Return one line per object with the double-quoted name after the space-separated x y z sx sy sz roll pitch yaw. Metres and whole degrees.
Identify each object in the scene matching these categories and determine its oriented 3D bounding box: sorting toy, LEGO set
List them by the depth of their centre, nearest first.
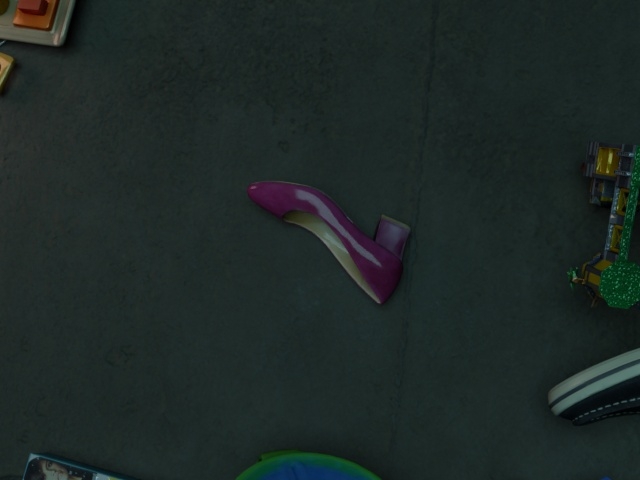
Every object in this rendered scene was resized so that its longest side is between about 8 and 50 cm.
0.475 -0.018 1.442 0.331 0.192 0.255 -2 97 -7 "LEGO set"
-0.456 -0.392 1.663 0.196 0.047 0.347 9 80 19 "sorting toy"

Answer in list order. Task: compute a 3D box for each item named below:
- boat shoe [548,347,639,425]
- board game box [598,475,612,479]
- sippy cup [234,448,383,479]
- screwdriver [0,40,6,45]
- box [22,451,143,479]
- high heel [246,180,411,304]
0.538 0.189 1.356 0.500 0.187 0.156 -8 76 8 "boat shoe"
0.308 0.417 1.369 0.210 0.047 0.160 -28 108 -8 "board game box"
-0.020 0.422 1.355 0.240 0.305 0.224 16 123 8 "sippy cup"
-0.434 -0.346 1.681 0.170 0.024 0.025 -41 48 0 "screwdriver"
-0.292 0.371 1.502 0.244 0.060 0.100 13 81 10 "box"
0.000 0.000 1.527 0.244 0.082 0.117 21 72 -2 "high heel"
